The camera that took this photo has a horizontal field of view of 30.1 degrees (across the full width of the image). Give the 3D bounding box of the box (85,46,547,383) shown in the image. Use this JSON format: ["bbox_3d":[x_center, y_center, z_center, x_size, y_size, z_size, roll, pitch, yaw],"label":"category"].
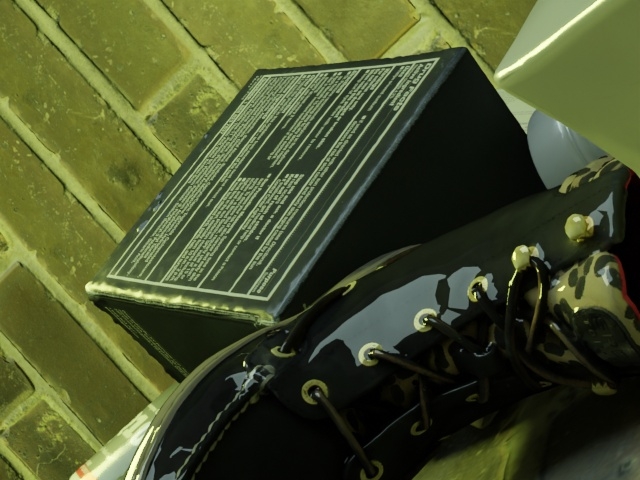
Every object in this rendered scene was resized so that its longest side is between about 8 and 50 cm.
[{"bbox_3d":[0.000,0.000,1.059,0.294,0.183,0.296,4,52,52],"label":"box"}]

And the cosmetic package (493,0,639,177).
[{"bbox_3d":[0.241,-0.106,0.379,0.156,0.217,0.385,-59,9,-15],"label":"cosmetic package"}]

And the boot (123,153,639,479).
[{"bbox_3d":[0.075,0.075,0.702,0.284,0.138,0.377,-26,6,44],"label":"boot"}]

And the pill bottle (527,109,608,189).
[{"bbox_3d":[0.299,-0.125,0.887,0.283,0.160,0.160,-41,2,40],"label":"pill bottle"}]

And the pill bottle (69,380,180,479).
[{"bbox_3d":[-0.162,0.266,1.509,0.283,0.161,0.161,-42,2,-14],"label":"pill bottle"}]

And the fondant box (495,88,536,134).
[{"bbox_3d":[0.173,-0.039,1.253,0.330,0.096,0.238,-42,26,-28],"label":"fondant box"}]

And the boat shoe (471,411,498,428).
[{"bbox_3d":[0.148,0.090,0.911,0.137,0.049,0.043,-40,43,-25],"label":"boat shoe"}]
